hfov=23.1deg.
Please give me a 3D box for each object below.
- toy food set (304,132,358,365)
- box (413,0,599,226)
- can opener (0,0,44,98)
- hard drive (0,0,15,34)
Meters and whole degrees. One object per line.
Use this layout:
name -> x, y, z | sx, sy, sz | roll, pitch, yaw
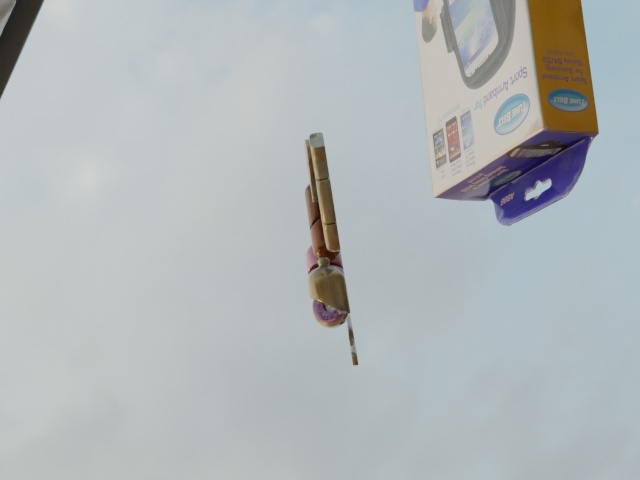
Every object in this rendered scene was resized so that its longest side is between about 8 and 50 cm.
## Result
toy food set -> 0.000, 0.000, 0.802 | 0.019, 0.078, 0.122 | -9, -73, 1
box -> 0.067, -0.076, 0.594 | 0.028, 0.136, 0.081 | 5, -19, -24
can opener -> -0.222, -0.218, 1.084 | 0.283, 0.076, 0.095 | -65, -18, 6
hard drive -> -0.240, 0.002, 0.561 | 0.203, 0.040, 0.307 | -20, -12, -31
